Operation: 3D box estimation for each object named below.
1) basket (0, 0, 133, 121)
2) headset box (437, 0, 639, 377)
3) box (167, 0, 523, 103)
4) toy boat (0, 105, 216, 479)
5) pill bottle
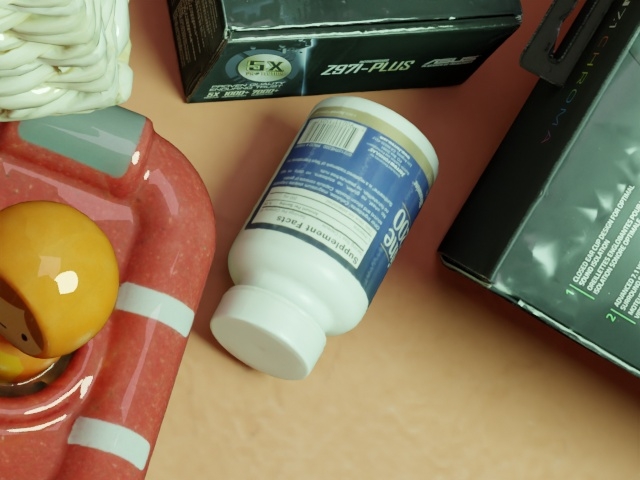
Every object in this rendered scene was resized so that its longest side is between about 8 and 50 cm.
[{"bbox_3d":[-0.242,-0.216,0.687,0.331,0.266,0.328,-3,72,2],"label":"basket"},{"bbox_3d":[0.223,-0.029,0.861,0.283,0.131,0.246,30,92,-8],"label":"headset box"},{"bbox_3d":[-0.001,-0.165,0.906,0.147,0.077,0.180,-5,74,-20],"label":"box"},{"bbox_3d":[-0.121,0.031,0.754,0.151,0.151,0.231,21,66,-12],"label":"toy boat"},{"bbox_3d":[0.000,0.000,0.855,0.067,0.067,0.120,32,65,-7],"label":"pill bottle"}]
